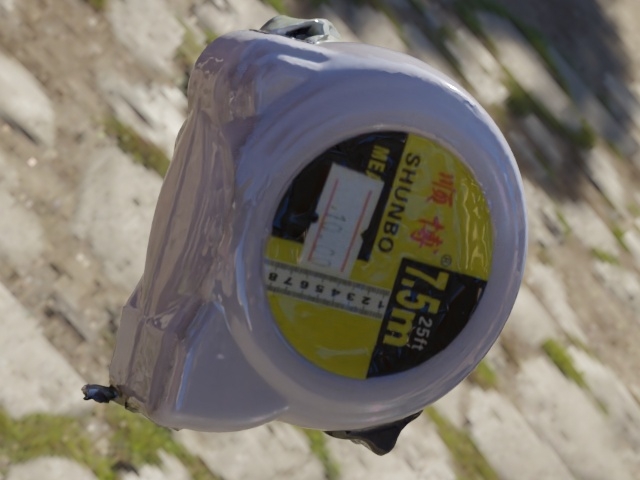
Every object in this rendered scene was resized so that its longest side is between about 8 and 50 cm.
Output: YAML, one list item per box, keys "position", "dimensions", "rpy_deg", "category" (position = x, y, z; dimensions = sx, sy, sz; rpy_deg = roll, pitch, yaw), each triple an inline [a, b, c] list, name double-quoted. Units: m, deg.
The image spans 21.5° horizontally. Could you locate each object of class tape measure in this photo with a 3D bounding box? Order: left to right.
- position: [0.002, 0.003, 0.778]
  dimensions: [0.178, 0.196, 0.105]
  rpy_deg: [19, 1, -27]
  category: "tape measure"
